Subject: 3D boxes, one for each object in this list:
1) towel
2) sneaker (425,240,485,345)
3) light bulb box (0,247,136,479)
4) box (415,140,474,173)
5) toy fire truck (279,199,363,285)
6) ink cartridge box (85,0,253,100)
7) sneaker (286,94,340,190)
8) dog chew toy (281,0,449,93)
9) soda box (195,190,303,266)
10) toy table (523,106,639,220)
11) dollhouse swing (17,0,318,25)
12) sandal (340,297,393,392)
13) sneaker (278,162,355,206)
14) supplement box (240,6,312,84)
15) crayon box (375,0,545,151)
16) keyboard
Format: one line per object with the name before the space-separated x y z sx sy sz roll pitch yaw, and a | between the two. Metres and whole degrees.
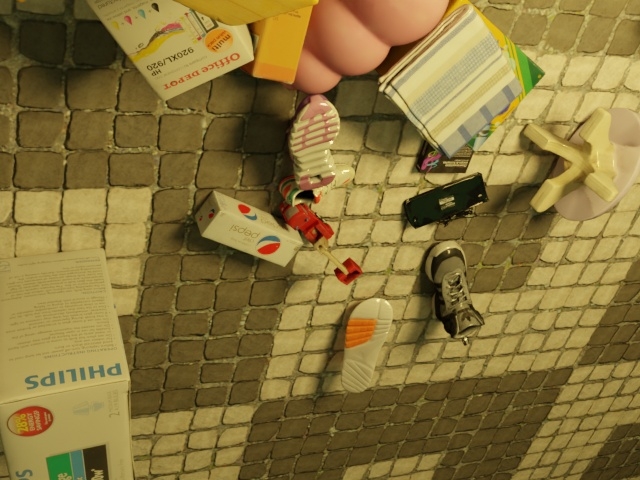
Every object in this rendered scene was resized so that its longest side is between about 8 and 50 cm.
towel | 0.240 -0.277 1.520 0.209 0.034 0.285 -42 143 10
sneaker | 0.326 0.131 2.006 0.101 0.153 0.269 -19 134 -8
light bulb box | -0.491 0.269 1.615 0.225 0.361 0.358 -8 132 -18
box | 0.274 -0.212 1.769 0.116 0.029 0.162 -1 128 -22
toy fire truck | 0.000 0.000 1.757 0.047 0.135 0.192 -39 134 12
ink cartridge box | -0.229 -0.369 1.278 0.171 0.168 0.233 -21 140 11
sneaker | -0.023 -0.197 1.579 0.095 0.105 0.236 -14 150 -10
dog chew toy | 0.055 -0.374 1.420 0.331 0.207 0.206 -39 134 23
soda box | -0.143 -0.022 1.721 0.216 0.069 0.074 23 118 -36
toy table | 0.564 -0.162 1.812 0.160 0.252 0.274 -1 119 -44
dollhouse swing | -0.218 -0.441 1.103 0.304 0.347 0.315 -21 158 36
sandal | 0.100 0.244 2.057 0.101 0.076 0.265 13 114 -5
sneaker | 0.001 -0.104 1.707 0.161 0.075 0.057 -14 133 -12
supplement box | -0.061 -0.374 1.341 0.078 0.080 0.234 7 111 -28
crayon box | 0.248 -0.332 1.592 0.322 0.083 0.203 30 109 -35
keyboard | 0.280 -0.081 1.894 0.192 0.038 0.100 -20 111 -6
